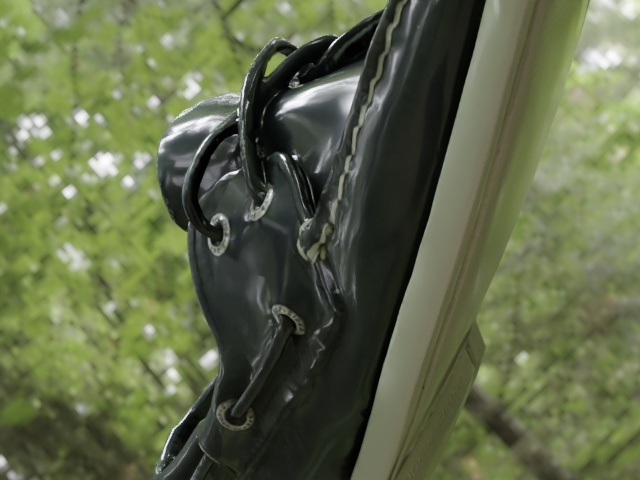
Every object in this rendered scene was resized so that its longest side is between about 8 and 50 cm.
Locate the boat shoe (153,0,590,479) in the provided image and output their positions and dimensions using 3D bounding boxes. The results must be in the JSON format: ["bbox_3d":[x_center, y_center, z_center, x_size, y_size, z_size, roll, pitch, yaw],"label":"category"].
[{"bbox_3d":[0.002,-0.003,0.616,0.340,0.113,0.127,100,-163,-55],"label":"boat shoe"}]
